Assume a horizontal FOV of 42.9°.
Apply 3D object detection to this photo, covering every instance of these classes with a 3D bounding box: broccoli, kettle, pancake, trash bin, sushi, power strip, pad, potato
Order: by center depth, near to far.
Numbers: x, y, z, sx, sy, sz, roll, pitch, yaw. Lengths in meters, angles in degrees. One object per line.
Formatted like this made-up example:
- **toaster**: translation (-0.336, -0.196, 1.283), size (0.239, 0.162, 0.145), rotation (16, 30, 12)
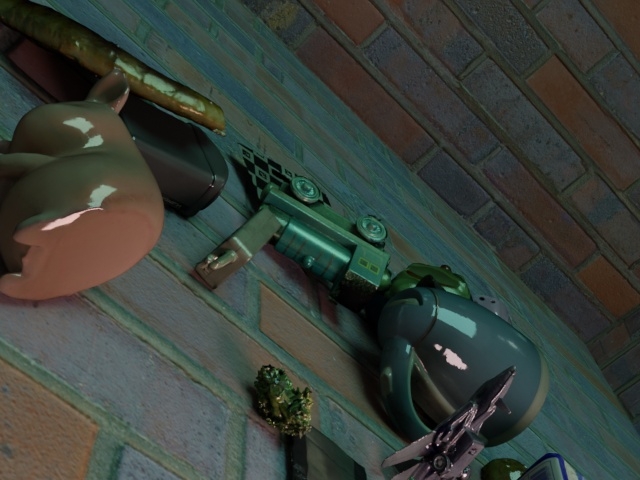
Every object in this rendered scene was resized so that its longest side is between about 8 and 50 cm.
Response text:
- **pad**: translation (0.019, 0.352, 1.125), size (0.174, 0.022, 0.233), rotation (43, 17, -20)
- **broccoli**: translation (-0.052, 0.220, 1.135), size (0.092, 0.095, 0.097), rotation (81, 19, -52)
- **power strip**: translation (-0.139, 0.014, 1.351), size (0.053, 0.093, 0.288), rotation (50, 17, -5)
- **pancake**: translation (-0.337, -0.295, 1.358), size (0.426, 0.067, 0.305), rotation (28, 6, 18)
- **trash bin**: translation (-0.268, -0.145, 1.374), size (0.236, 0.101, 0.177), rotation (26, 29, -47)
- **kettle**: translation (0.239, 0.250, 1.564), size (0.342, 0.247, 0.319), rotation (38, 53, -31)
- **potato**: translation (0.417, 0.521, 1.643), size (0.200, 0.081, 0.164), rotation (51, 16, 2)
- **sushi**: translation (-0.074, -0.094, 1.826), size (0.279, 0.043, 0.192), rotation (23, 33, -43)

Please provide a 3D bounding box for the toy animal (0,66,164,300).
- **toy animal**: translation (-0.305, -0.059, 0.978), size (0.213, 0.195, 0.256), rotation (-4, 48, -37)

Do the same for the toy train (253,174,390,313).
- **toy train**: translation (0.000, 0.000, 1.615), size (0.298, 0.120, 0.194), rotation (31, 39, -5)

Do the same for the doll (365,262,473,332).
- **doll**: translation (0.213, 0.144, 1.794), size (0.322, 0.186, 0.198), rotation (2, 15, -45)

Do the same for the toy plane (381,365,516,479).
- **toy plane**: translation (0.236, 0.315, 1.323), size (0.212, 0.267, 0.088), rotation (31, 18, -45)

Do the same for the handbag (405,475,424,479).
- **handbag**: translation (0.129, 0.411, 1.136), size (0.117, 0.095, 0.173), rotation (44, 28, -55)

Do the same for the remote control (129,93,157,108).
- **remote control**: translation (-0.307, -0.219, 1.528), size (0.256, 0.045, 0.097), rotation (39, 19, -34)

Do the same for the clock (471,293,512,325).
- **clock**: translation (0.362, 0.264, 1.947), size (0.189, 0.189, 0.254), rotation (44, 30, -14)

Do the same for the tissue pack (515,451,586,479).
- **tissue pack**: translation (0.371, 0.507, 1.326), size (0.137, 0.209, 0.270), rotation (37, 17, -6)
